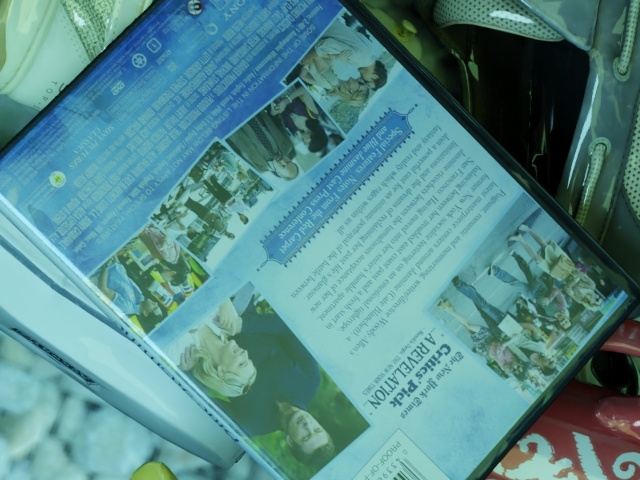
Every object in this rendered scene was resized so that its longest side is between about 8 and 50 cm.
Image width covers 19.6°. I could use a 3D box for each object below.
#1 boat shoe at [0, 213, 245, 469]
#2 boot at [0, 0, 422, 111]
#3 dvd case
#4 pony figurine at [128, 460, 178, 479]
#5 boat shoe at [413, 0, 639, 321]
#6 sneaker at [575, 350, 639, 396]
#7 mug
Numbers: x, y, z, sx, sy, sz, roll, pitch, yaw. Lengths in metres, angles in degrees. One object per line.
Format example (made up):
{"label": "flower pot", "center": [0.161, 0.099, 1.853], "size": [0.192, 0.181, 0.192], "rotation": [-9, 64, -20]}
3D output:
{"label": "boat shoe", "center": [-0.120, 0.002, 0.859], "size": [0.267, 0.096, 0.088], "rotation": [37, 75, -17]}
{"label": "boot", "center": [-0.036, -0.153, 0.888], "size": [0.203, 0.095, 0.262], "rotation": [27, 74, -22]}
{"label": "dvd case", "center": [0.000, 0.000, 0.819], "size": [0.253, 0.022, 0.180], "rotation": [45, 75, -5]}
{"label": "pony figurine", "center": [0.045, 0.299, 0.827], "size": [0.363, 0.303, 0.351], "rotation": [24, 49, -33]}
{"label": "boat shoe", "center": [0.123, -0.126, 0.909], "size": [0.130, 0.132, 0.355], "rotation": [-8, 93, -38]}
{"label": "sneaker", "center": [0.155, 0.093, 0.984], "size": [0.040, 0.044, 0.109], "rotation": [-24, 100, -20]}
{"label": "mug", "center": [0.097, 0.092, 0.915], "size": [0.169, 0.113, 0.150], "rotation": [20, 97, -5]}
